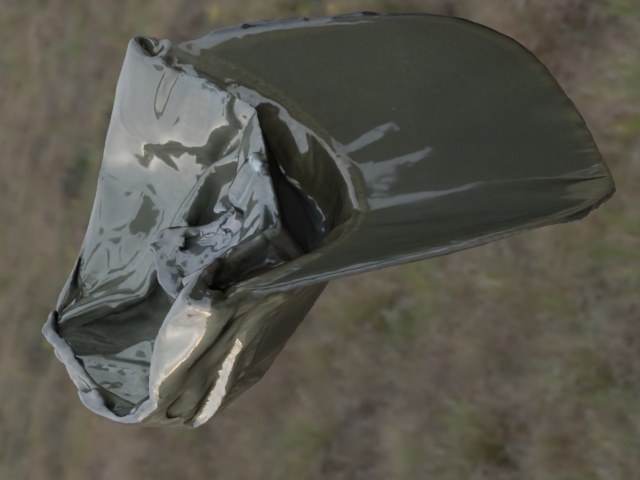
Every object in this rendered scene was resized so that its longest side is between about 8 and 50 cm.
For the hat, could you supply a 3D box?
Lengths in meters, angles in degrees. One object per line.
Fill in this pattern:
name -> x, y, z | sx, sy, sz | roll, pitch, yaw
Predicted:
hat -> 0.000, 0.000, 0.875 | 0.214, 0.245, 0.149 | -105, 22, -52
